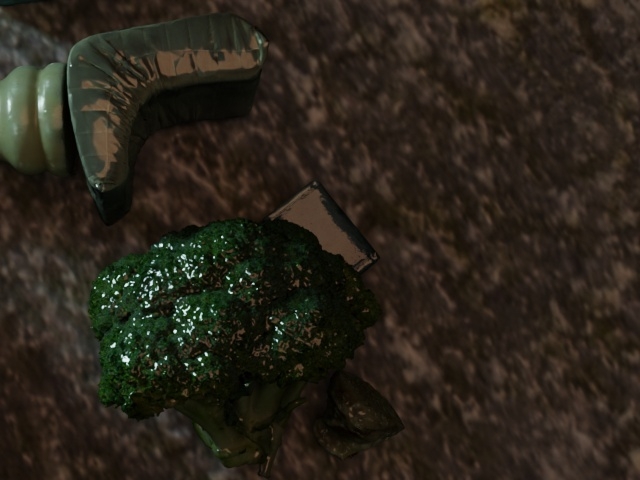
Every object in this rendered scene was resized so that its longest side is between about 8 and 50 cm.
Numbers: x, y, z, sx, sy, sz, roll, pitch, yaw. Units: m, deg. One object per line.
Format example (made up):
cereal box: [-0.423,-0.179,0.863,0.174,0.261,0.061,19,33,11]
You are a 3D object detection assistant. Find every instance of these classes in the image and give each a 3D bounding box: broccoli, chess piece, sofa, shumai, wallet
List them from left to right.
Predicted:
chess piece: [-0.406,-0.137,1.314,0.243,0.133,0.133,-1,81,-5]
sofa: [-0.168,-0.137,1.307,0.225,0.210,0.176,-12,81,-12]
broccoli: [-0.095,0.115,1.257,0.321,0.304,0.283,-3,115,8]
wallet: [0.000,0.000,1.403,0.088,0.026,0.129,-39,90,-9]
shumai: [0.032,0.211,1.340,0.087,0.124,0.099,-47,63,7]

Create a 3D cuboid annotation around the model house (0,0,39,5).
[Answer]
model house: [-0.320,-0.446,1.272,0.252,0.329,0.295,-10,84,-7]
